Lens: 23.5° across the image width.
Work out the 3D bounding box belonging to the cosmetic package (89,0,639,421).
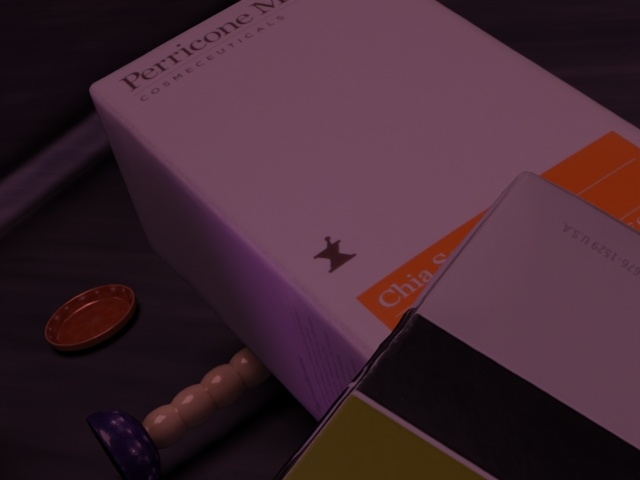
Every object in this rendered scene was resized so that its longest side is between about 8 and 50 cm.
[{"bbox_3d":[0.066,0.000,0.979,0.230,0.161,0.453,-33,44,-16],"label":"cosmetic package"}]

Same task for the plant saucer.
[{"bbox_3d":[-0.195,0.067,1.309,0.083,0.013,0.083,-18,30,11],"label":"plant saucer"}]

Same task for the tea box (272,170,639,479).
[{"bbox_3d":[0.040,0.219,0.506,0.220,0.329,0.323,33,53,13],"label":"tea box"}]

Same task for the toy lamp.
[{"bbox_3d":[-0.035,0.081,1.108,0.274,0.080,0.080,-32,30,-13],"label":"toy lamp"}]
